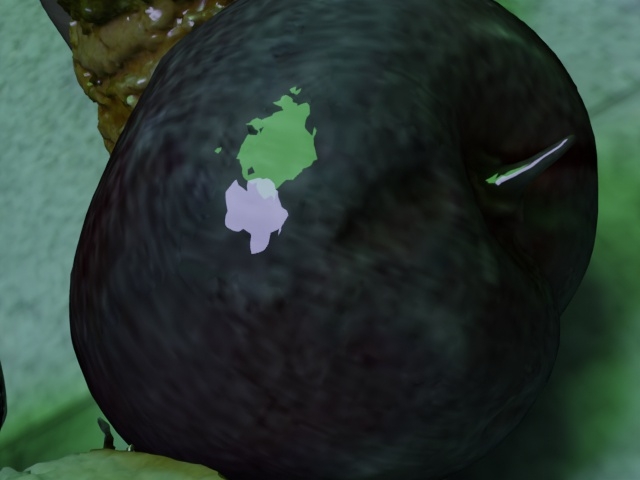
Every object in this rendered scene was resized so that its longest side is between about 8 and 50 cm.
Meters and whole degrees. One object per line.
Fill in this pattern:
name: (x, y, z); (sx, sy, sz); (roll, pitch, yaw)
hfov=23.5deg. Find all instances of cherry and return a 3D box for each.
cherry: (0.000, -0.002, 0.457); (0.176, 0.140, 0.176); (-33, 28, 20)

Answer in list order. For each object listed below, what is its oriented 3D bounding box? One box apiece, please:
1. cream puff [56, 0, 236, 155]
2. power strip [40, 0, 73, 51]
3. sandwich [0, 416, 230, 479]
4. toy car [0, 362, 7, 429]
cream puff: (-0.036, -0.121, 0.627); (0.183, 0.169, 0.183); (-21, 31, 13)
power strip: (-0.074, -0.155, 0.793); (0.154, 0.078, 0.154); (-21, 32, 14)
sandwich: (-0.154, 0.094, 0.363); (0.288, 0.100, 0.254); (9, 5, 45)
toy car: (-0.184, 0.103, 0.493); (0.209, 0.108, 0.089); (-33, 29, -15)
